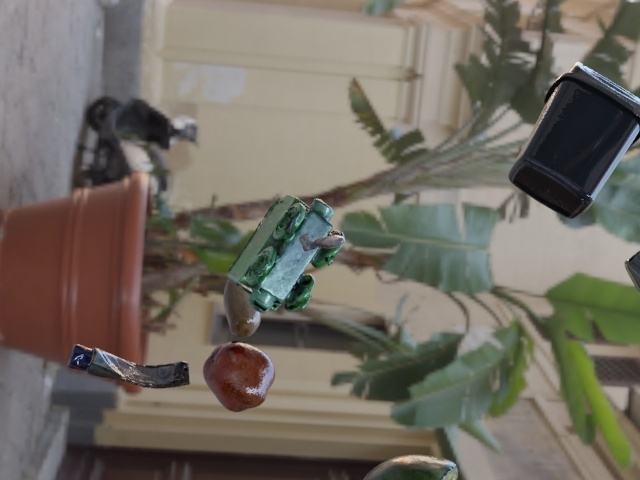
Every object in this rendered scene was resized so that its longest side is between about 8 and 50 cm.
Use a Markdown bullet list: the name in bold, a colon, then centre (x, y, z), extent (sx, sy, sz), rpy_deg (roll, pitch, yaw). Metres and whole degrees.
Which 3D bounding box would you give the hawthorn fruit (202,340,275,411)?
- **hawthorn fruit**: centre (-0.162, 0.259, 2.021), extent (0.138, 0.133, 0.133), rpy_deg (52, 16, -25)

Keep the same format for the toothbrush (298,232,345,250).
- **toothbrush**: centre (0.000, 0.000, 1.738), extent (0.029, 0.025, 0.307), rpy_deg (60, -10, -5)

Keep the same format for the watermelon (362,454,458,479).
- **watermelon**: centre (0.170, 0.606, 2.374), extent (0.331, 0.189, 0.331), rpy_deg (-53, 167, -18)

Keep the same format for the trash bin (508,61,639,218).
- **trash bin**: centre (0.530, -0.210, 2.120), extent (0.290, 0.209, 0.182), rpy_deg (-56, 176, -18)

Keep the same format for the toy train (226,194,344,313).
- **toy train**: centre (-0.068, 0.026, 2.004), extent (0.243, 0.132, 0.188), rpy_deg (-56, -158, -3)

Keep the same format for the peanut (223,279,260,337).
- **peanut**: centre (-0.170, 0.134, 2.188), extent (0.076, 0.076, 0.152), rpy_deg (103, -22, -61)

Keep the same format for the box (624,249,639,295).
- **box**: centre (0.693, 0.214, 1.724), extent (0.396, 0.111, 0.396), rpy_deg (52, 4, -35)

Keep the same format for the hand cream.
- **hand cream**: centre (-0.260, 0.173, 1.411), extent (0.062, 0.163, 0.039), rpy_deg (-118, -137, -68)
